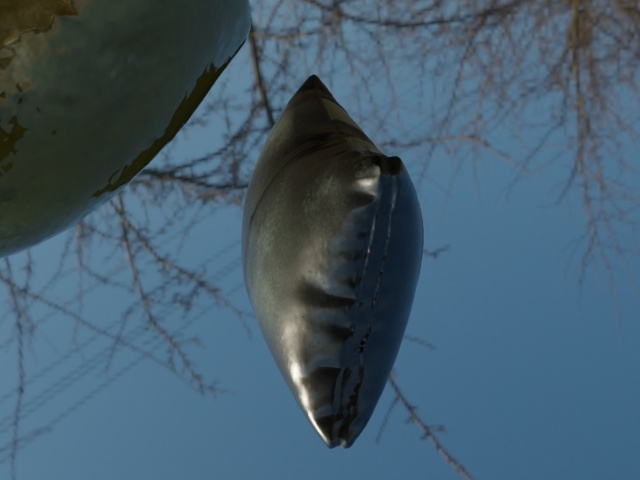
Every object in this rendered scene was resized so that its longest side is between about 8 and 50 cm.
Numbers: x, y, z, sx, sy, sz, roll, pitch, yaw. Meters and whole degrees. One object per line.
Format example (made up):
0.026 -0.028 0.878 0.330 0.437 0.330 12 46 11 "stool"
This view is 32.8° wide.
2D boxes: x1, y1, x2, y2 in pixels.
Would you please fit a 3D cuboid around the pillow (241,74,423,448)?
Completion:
0.000 0.000 0.735 0.106 0.185 0.250 5 -162 -13 "pillow"

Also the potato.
-0.142 -0.070 0.410 0.178 0.203 0.158 10 -114 34 "potato"
